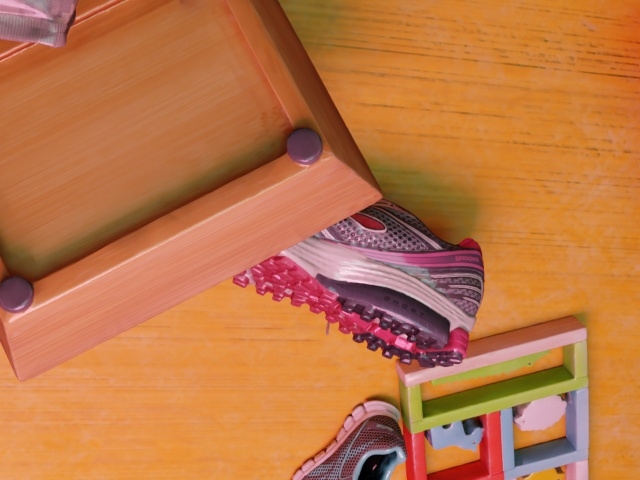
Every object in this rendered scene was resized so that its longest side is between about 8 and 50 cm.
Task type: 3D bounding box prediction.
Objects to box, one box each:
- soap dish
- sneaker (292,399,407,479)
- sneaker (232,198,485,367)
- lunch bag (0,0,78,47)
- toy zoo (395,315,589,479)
[{"bbox_3d":[-0.135,-0.069,0.739,0.290,0.118,0.229,-27,79,-3],"label":"soap dish"},{"bbox_3d":[0.023,0.232,0.996,0.065,0.076,0.166,29,102,-25],"label":"sneaker"},{"bbox_3d":[0.000,0.000,0.880,0.299,0.121,0.112,28,67,-16],"label":"sneaker"},{"bbox_3d":[-0.199,-0.260,0.597,0.168,0.287,0.235,8,109,-13],"label":"lunch bag"},{"bbox_3d":[0.182,0.230,1.069,0.192,0.030,0.293,-12,115,-12],"label":"toy zoo"}]
